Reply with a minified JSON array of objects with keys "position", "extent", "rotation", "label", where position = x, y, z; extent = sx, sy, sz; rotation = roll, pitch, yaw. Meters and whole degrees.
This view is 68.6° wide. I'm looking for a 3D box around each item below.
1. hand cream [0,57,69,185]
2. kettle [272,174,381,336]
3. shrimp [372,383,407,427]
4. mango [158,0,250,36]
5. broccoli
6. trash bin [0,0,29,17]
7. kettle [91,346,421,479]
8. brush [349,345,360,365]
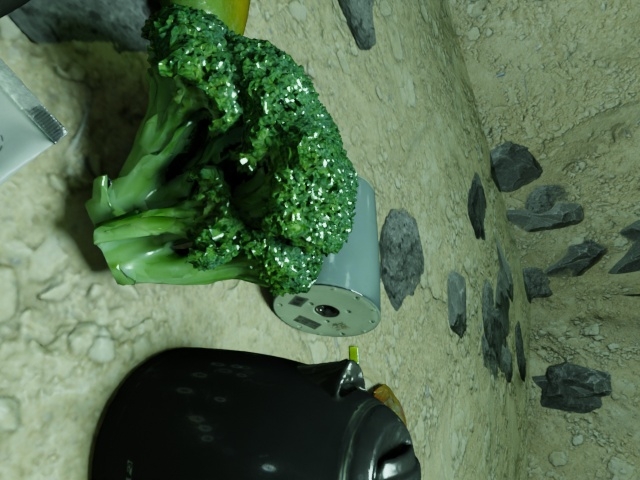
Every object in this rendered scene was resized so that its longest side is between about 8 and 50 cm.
[{"position":[-0.306,-0.031,0.305],"extent":[0.121,0.076,0.336],"rotation":[59,32,-35],"label":"hand cream"},{"position":[0.000,0.000,0.741],"extent":[0.210,0.160,0.243],"rotation":[25,51,-22],"label":"kettle"},{"position":[0.118,0.362,0.914],"extent":[0.248,0.067,0.150],"rotation":[22,53,-61],"label":"shrimp"},{"position":[-0.146,-0.346,0.569],"extent":[0.156,0.114,0.251],"rotation":[-38,115,-63],"label":"mango"},{"position":[-0.099,-0.071,0.480],"extent":[0.275,0.307,0.308],"rotation":[-25,110,-18],"label":"broccoli"},{"position":[-0.282,-0.167,0.221],"extent":[0.251,0.203,0.302],"rotation":[27,52,-6],"label":"trash bin"},{"position":[-0.043,0.245,0.453],"extent":[0.207,0.290,0.269],"rotation":[9,77,-59],"label":"kettle"},{"position":[0.066,0.243,0.887],"extent":[0.021,0.018,0.084],"rotation":[33,54,-63],"label":"brush"}]
